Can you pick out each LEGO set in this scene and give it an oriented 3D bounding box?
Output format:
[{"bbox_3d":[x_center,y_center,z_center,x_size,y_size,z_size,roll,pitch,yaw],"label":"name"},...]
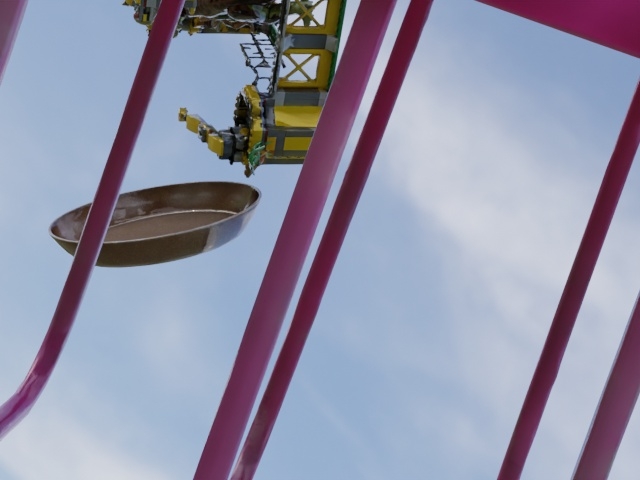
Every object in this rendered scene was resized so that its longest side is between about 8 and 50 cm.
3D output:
[{"bbox_3d":[-0.106,-0.210,1.513,0.331,0.192,0.255,-108,-156,-45],"label":"LEGO set"}]

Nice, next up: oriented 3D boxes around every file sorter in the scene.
[{"bbox_3d":[0.000,0.000,0.452,0.291,0.182,0.202,20,10,3],"label":"file sorter"}]

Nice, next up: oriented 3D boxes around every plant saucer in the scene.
[{"bbox_3d":[-0.126,-0.011,1.474,0.168,0.168,0.029,10,-65,51],"label":"plant saucer"}]
